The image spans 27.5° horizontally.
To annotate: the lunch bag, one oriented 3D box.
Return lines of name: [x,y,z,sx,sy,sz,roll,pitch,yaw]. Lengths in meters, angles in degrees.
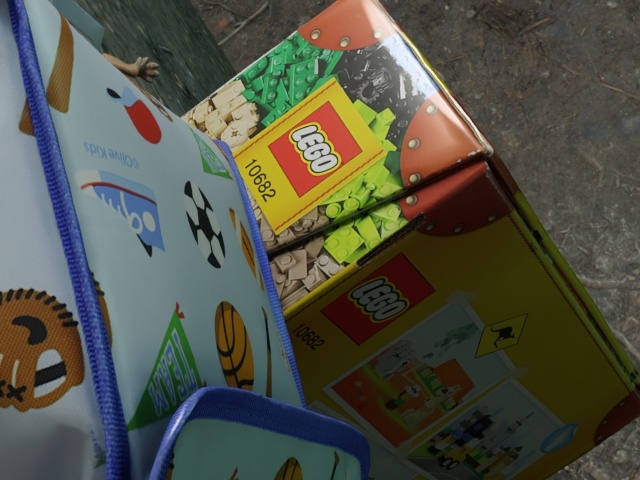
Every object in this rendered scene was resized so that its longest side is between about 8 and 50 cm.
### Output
lunch bag: [-0.124,0.098,0.675,0.328,0.239,0.385,38,33,-69]

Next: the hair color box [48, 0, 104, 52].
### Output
hair color box: [-0.288,-0.141,0.726,0.374,0.185,0.113,41,57,-70]

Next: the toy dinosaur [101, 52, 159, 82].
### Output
toy dinosaur: [-0.286,-0.180,1.387,0.295,0.127,0.200,46,16,-17]

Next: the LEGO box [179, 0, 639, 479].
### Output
LEGO box: [0.024,0.090,1.082,0.193,0.372,0.500,59,7,35]
